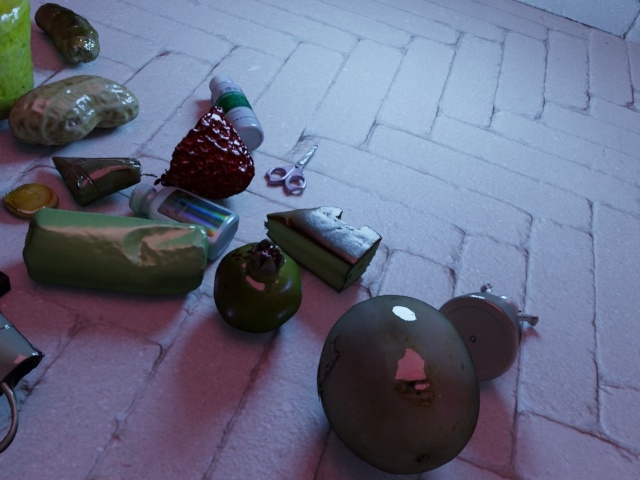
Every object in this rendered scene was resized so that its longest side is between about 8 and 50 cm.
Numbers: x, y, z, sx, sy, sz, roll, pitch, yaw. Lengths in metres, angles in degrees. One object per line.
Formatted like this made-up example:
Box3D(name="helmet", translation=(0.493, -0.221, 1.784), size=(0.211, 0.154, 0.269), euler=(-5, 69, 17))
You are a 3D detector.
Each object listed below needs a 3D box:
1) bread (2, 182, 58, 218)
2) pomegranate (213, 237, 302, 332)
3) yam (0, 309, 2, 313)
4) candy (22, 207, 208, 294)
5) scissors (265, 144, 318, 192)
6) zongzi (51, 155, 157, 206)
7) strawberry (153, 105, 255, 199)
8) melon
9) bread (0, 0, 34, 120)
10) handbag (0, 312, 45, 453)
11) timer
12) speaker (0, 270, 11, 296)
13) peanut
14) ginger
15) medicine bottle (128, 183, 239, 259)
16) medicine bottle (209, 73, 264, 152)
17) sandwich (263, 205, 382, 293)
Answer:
Box3D(name="bread", translation=(-0.618, -0.087, 1.444), size=(0.110, 0.024, 0.110), euler=(9, 43, -9))
Box3D(name="pomegranate", translation=(-0.112, 0.089, 1.296), size=(0.179, 0.210, 0.179), euler=(2, 84, -21))
Box3D(name="yam", translation=(-0.568, 0.165, 1.165), size=(0.068, 0.068, 0.169), euler=(-19, 49, -33))
Box3D(name="candy", translation=(-0.396, 0.023, 1.320), size=(0.344, 0.132, 0.142), euler=(5, 41, -11))
Box3D(name="scissors", translation=(-0.056, -0.191, 1.739), size=(0.110, 0.021, 0.212), euler=(24, 42, 12))
Box3D(name="zongzi", translation=(-0.492, -0.173, 1.524), size=(0.189, 0.081, 0.178), euler=(-26, 51, -24))
Box3D(name="strawberry", translation=(-0.242, -0.173, 1.537), size=(0.178, 0.234, 0.234), euler=(35, 43, -2))
Box3D(name="melon", translation=(0.125, 0.234, 1.162), size=(0.269, 0.268, 0.330), euler=(2, 39, -16))
Box3D(name="bread", translation=(-0.830, -0.446, 1.548), size=(0.348, 0.307, 0.348), euler=(5, 46, -5))
Box3D(name="handbag", translation=(-0.573, 0.218, 1.061), size=(0.315, 0.109, 0.241), euler=(39, 74, 16))
Box3D(name="timer", translation=(0.362, 0.167, 1.427), size=(0.175, 0.175, 0.266), euler=(35, 27, 19))
Box3D(name="speaker", translation=(-0.674, 0.047, 1.272), size=(0.191, 0.040, 0.046), euler=(29, 44, 12))
Box3D(name="peanut", translation=(-0.580, -0.312, 1.615), size=(0.325, 0.140, 0.153), euler=(-21, 65, -38))
Box3D(name="ginger", translation=(-0.699, -0.579, 1.886), size=(0.263, 0.116, 0.109), euler=(42, 7, 31))
Box3D(name="medicine bottle", translation=(-0.301, -0.051, 1.466), size=(0.229, 0.083, 0.121), euler=(24, 45, 9))
Box3D(name="medicine bottle", translation=(-0.230, -0.343, 1.793), size=(0.095, 0.095, 0.260), euler=(-8, 46, -25))
Box3D(name="sandwich", translation=(0.000, 0.000, 1.479), size=(0.236, 0.122, 0.128), euler=(35, 47, 19))
